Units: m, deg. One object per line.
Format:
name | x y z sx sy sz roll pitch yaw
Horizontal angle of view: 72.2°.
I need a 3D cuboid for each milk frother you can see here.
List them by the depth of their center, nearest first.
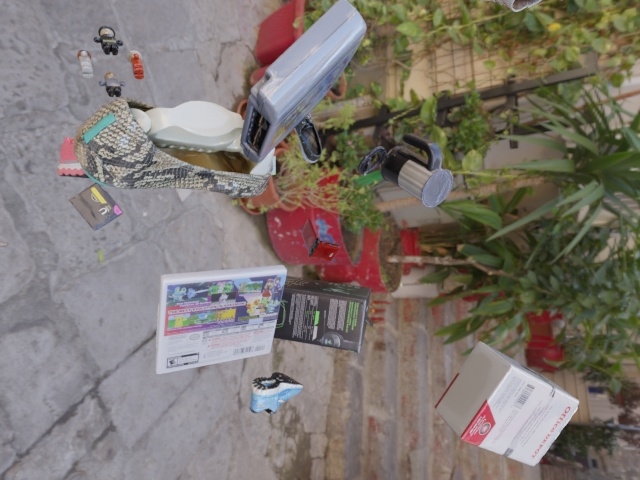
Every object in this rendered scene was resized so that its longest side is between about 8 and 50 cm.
milk frother | 0.170 -0.136 0.898 0.143 0.135 0.129 -33 135 -15

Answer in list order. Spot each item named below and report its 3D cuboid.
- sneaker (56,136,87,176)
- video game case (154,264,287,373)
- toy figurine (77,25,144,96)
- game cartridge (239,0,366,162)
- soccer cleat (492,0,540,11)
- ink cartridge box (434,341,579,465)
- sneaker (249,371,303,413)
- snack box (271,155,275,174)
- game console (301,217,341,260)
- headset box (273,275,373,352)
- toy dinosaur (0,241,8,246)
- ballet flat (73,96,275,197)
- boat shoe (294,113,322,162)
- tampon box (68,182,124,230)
sneaker | -0.642 -0.252 1.276 0.116 0.314 0.136 -13 105 -71
video game case | -0.164 0.128 0.723 0.201 0.023 0.183 -3 120 -30
toy figurine | -0.828 -0.702 1.731 0.213 0.210 0.148 34 26 -57
game cartridge | -0.035 -0.229 0.674 0.062 0.198 0.297 48 -11 -7
soccer cleat | 0.271 -0.372 0.640 0.068 0.196 0.076 -2 105 -29
ink cartridge box | 0.438 0.386 1.027 0.273 0.114 0.197 30 96 -25
sneaker | -0.100 0.330 0.941 0.162 0.063 0.073 17 92 -56
snack box | -0.273 -0.246 1.436 0.207 0.175 0.070 -23 118 -58
game console | 0.000 0.000 1.466 0.144 0.124 0.085 120 -19 -67
headset box | 0.001 0.183 1.157 0.246 0.283 0.131 -7 104 -82
toy dinosaur | -0.634 0.028 0.647 0.127 0.200 0.295 42 6 -3
ballet flat | -0.195 -0.171 0.818 0.483 0.182 0.164 -9 71 -61
boat shoe | -0.030 -0.229 0.890 0.049 0.040 0.142 -23 96 -23
tampon box | -0.713 -0.108 1.406 0.101 0.161 0.120 -39 107 -16
